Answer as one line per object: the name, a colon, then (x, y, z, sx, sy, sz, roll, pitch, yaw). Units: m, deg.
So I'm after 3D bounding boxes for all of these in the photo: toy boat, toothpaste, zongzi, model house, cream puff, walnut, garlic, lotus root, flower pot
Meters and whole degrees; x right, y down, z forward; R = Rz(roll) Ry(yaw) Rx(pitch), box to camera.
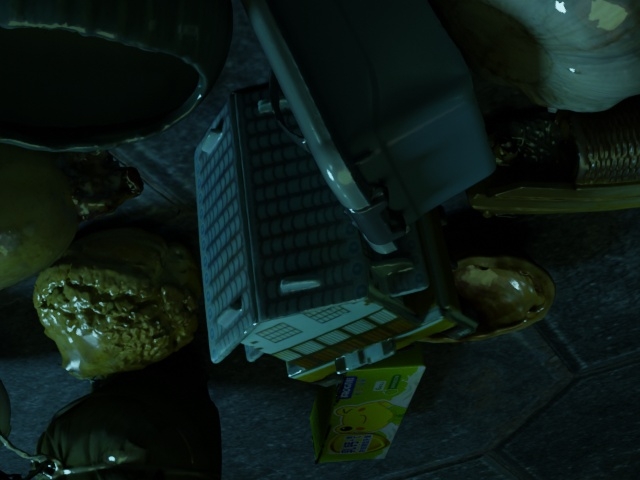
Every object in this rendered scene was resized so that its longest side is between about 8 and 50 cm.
toy boat: (0.283, -0.086, 0.915, 0.310, 0.089, 0.115, -5, 156, -5)
toothpaste: (0.057, 0.214, 1.346, 0.110, 0.077, 0.327, -4, 147, -10)
zongzi: (-0.210, 0.337, 1.080, 0.181, 0.418, 0.447, -7, 180, 6)
model house: (0.000, 0.000, 0.879, 0.198, 0.224, 0.215, -23, 148, 27)
cream puff: (-0.214, 0.074, 1.027, 0.189, 0.129, 0.189, -4, 144, -3)
walnut: (0.157, 0.043, 1.091, 0.211, 0.087, 0.167, 11, 136, -30)
garlic: (0.181, -0.208, 0.663, 0.212, 0.218, 0.218, -51, 141, -4)
lotus root: (-0.319, -0.034, 0.794, 0.343, 0.169, 0.151, -6, 154, -2)
flower pot: (-0.179, -0.156, 0.650, 0.243, 0.157, 0.189, 8, 143, -22)

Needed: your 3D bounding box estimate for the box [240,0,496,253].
box: (0.026, -0.117, 0.692, 0.130, 0.227, 0.162, -26, 155, 6)

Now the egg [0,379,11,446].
egg: (-0.456, 0.189, 1.098, 0.183, 0.183, 0.217, -32, 132, 32)
